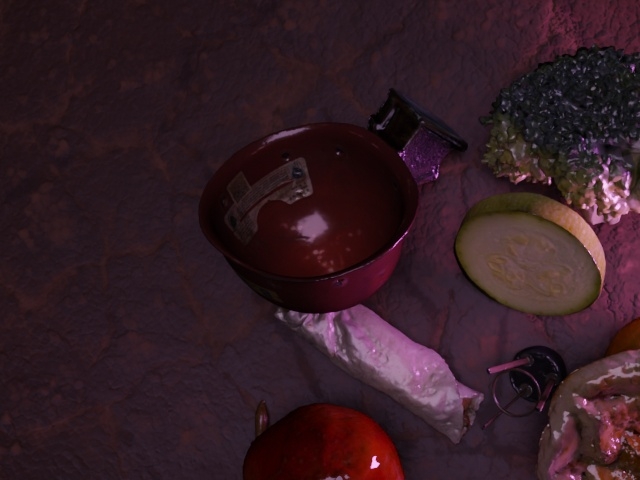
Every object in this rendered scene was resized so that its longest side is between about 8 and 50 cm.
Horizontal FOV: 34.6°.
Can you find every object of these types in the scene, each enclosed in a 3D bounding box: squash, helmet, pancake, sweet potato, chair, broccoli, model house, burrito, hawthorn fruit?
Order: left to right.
[{"bbox_3d":[-0.107,0.340,1.818,0.026,0.026,0.115,5,84,8],"label":"sweet potato"},{"bbox_3d":[0.000,0.000,1.714,0.385,0.230,0.337,30,60,35],"label":"helmet"},{"bbox_3d":[0.018,0.396,1.656,0.265,0.307,0.265,2,83,-12],"label":"hawthorn fruit"},{"bbox_3d":[0.105,0.200,1.781,0.392,0.076,0.117,34,83,7],"label":"burrito"},{"bbox_3d":[0.143,-0.167,1.807,0.152,0.106,0.165,-53,45,12],"label":"model house"},{"bbox_3d":[0.331,0.244,1.694,0.104,0.221,0.095,42,117,17],"label":"chair"},{"bbox_3d":[0.343,0.028,1.695,0.252,0.252,0.049,23,54,9],"label":"squash"},{"bbox_3d":[0.457,-0.158,1.685,0.293,0.281,0.348,-29,44,-16],"label":"broccoli"},{"bbox_3d":[0.536,0.336,1.641,0.386,0.082,0.387,-1,107,-3],"label":"pancake"}]

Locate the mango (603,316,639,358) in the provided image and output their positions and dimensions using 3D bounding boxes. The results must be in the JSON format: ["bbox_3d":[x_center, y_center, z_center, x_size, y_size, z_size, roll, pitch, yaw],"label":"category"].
[{"bbox_3d":[0.532,0.217,1.705,0.138,0.113,0.253,41,98,5],"label":"mango"}]
